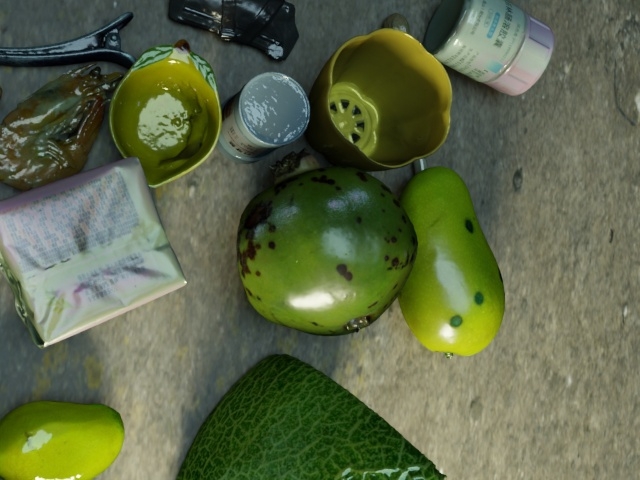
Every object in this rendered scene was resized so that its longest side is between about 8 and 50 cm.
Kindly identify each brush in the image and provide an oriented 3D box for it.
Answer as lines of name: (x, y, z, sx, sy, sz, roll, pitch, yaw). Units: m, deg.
brush: (0.139, -0.214, 1.252, 0.042, 0.039, 0.299, -9, 93, -18)

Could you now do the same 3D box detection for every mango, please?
mango: (-0.333, 0.264, 0.995, 0.163, 0.089, 0.117, 8, 83, -21)
mango: (0.189, 0.031, 1.190, 0.175, 0.143, 0.293, -6, 85, -38)

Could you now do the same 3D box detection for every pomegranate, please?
pomegranate: (0.000, 0.000, 1.076, 0.254, 0.254, 0.270, -23, 83, -22)

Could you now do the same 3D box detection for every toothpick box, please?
toothpick box: (-0.087, -0.167, 1.091, 0.101, 0.153, 0.101, 2, 85, -21)

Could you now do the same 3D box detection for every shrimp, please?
shrimp: (-0.340, -0.151, 1.040, 0.217, 0.051, 0.115, -47, 125, -18)

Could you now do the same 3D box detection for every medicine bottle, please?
medicine bottle: (0.269, -0.320, 1.256, 0.169, 0.135, 0.135, 23, 78, -19)

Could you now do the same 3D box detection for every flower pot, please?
flower pot: (0.066, -0.185, 1.139, 0.195, 0.179, 0.195, 2, 84, -21)

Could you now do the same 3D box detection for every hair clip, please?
hair clip: (-0.381, -0.256, 1.040, 0.275, 0.048, 0.083, -8, 94, -21)

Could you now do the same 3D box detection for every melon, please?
melon: (-0.053, 0.365, 1.046, 0.331, 0.226, 0.343, 33, 70, 25)

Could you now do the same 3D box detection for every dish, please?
dish: (-0.214, -0.168, 1.081, 0.149, 0.080, 0.207, 16, 82, -16)

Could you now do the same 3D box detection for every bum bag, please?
bum bag: (-0.123, -0.332, 1.148, 0.198, 0.049, 0.087, 16, 105, -20)

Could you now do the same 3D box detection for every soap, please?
soap: (-0.303, 0.013, 1.000, 0.200, 0.138, 0.182, -24, 96, -22)

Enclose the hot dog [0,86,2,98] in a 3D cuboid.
hot dog: (-0.460, -0.145, 0.993, 0.140, 0.060, 0.089, -35, 103, -24)
